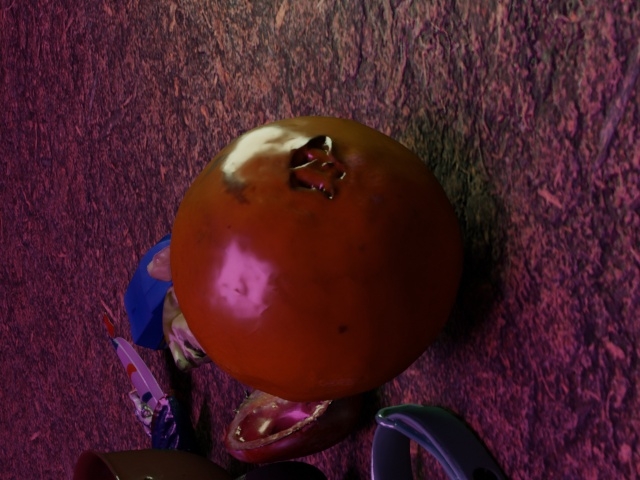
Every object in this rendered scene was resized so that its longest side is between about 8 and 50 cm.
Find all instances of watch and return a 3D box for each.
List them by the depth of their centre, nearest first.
[{"bbox_3d":[0.125,0.287,1.504,0.237,0.068,0.195,59,144,39],"label":"watch"}]

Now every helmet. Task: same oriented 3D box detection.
[{"bbox_3d":[-0.205,0.466,2.046,0.337,0.230,0.385,8,111,62],"label":"helmet"}]

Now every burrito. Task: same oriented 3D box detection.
[{"bbox_3d":[-0.137,0.061,1.913,0.190,0.135,0.332,67,154,8],"label":"burrito"}]

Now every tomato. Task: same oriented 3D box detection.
[{"bbox_3d":[-0.017,0.220,1.699,0.173,0.189,0.099,-12,122,41],"label":"tomato"}]

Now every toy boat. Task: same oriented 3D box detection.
[{"bbox_3d":[-0.235,0.067,2.172,0.295,0.088,0.129,126,132,-58],"label":"toy boat"},{"bbox_3d":[-0.277,0.250,2.279,0.318,0.072,0.219,68,157,8],"label":"toy boat"}]

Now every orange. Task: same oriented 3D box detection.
[{"bbox_3d":[-0.004,0.019,1.445,0.312,0.312,0.312,25,118,61],"label":"orange"}]

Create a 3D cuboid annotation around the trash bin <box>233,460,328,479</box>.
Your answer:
[{"bbox_3d":[-0.010,0.445,1.652,0.334,0.214,0.214,-124,37,-45],"label":"trash bin"}]
